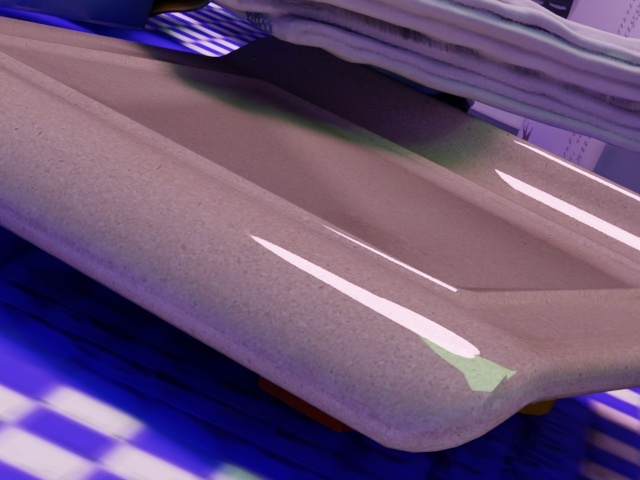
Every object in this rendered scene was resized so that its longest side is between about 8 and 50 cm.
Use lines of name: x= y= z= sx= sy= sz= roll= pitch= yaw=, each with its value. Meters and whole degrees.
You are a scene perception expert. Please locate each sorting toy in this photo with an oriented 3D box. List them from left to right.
sorting toy: x=0.000 y=0.000 z=0.434 sx=0.348 sy=0.047 sz=0.196 roll=28 pitch=16 yaw=26

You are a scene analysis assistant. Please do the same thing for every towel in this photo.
towel: x=-0.004 y=-0.093 z=0.629 sx=0.209 sy=0.034 sz=0.285 roll=15 pitch=12 yaw=-34

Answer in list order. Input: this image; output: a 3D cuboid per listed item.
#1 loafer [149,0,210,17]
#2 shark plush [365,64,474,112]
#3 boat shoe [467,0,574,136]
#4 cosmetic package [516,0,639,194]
loafer: x=-0.071 y=-0.118 z=0.837 sx=0.061 sy=0.062 sz=0.170 roll=35 pitch=24 yaw=16
shark plush: x=0.017 y=-0.079 z=0.780 sx=0.073 sy=0.067 sz=0.161 roll=21 pitch=11 yaw=-12
boat shoe: x=0.173 y=-0.092 z=0.944 sx=0.500 sy=0.156 sz=0.187 roll=24 pitch=13 yaw=12
cosmetic package: x=0.290 y=-0.035 z=0.752 sx=0.385 sy=0.217 sz=0.156 roll=20 pitch=11 yaw=-8
